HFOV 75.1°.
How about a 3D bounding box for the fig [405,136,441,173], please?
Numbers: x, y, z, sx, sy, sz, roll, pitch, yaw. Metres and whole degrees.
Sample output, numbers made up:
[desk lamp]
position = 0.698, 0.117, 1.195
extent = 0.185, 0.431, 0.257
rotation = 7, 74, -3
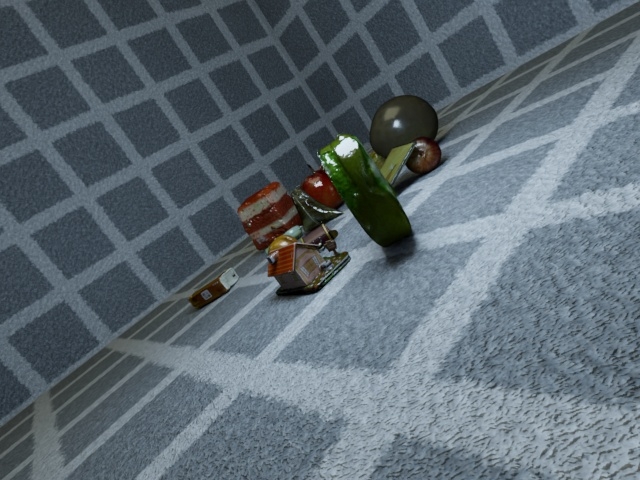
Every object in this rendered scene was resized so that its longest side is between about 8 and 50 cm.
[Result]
[fig]
position = 0.441, -0.376, 1.787
extent = 0.202, 0.148, 0.149
rotation = -67, -1, -48

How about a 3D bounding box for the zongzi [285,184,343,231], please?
[zongzi]
position = -0.024, -0.198, 2.142
extent = 0.241, 0.247, 0.111
rotation = -26, -2, 27

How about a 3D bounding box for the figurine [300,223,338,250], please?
[figurine]
position = 0.001, 0.000, 1.691
extent = 0.154, 0.082, 0.098
rotation = -32, 25, 9

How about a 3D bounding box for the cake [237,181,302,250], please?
[cake]
position = -0.303, -0.146, 2.478
extent = 0.270, 0.319, 0.270
rotation = -27, 13, 25

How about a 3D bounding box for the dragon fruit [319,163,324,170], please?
[dragon fruit]
position = 0.054, -0.411, 2.413
extent = 0.208, 0.150, 0.133
rotation = -44, 3, 25

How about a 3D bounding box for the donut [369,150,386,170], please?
[donut]
position = 0.386, -0.505, 2.517
extent = 0.261, 0.128, 0.208
rotation = -38, 11, -19

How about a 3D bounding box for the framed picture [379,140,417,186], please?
[framed picture]
position = 0.277, -0.267, 1.793
extent = 0.338, 0.014, 0.255
rotation = -60, 13, 0

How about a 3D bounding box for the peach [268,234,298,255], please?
[peach]
position = -0.154, 0.040, 1.807
extent = 0.138, 0.138, 0.138
rotation = -33, 12, 8

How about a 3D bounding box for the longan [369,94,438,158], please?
[longan]
position = 0.442, -0.601, 2.236
extent = 0.405, 0.336, 0.404
rotation = -29, 14, 8

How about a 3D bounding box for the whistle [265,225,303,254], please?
[whistle]
position = -0.190, 0.000, 2.227
extent = 0.258, 0.067, 0.126
rotation = -34, -2, 21

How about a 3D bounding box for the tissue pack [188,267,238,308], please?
[tissue pack]
position = -0.550, 0.244, 2.154
extent = 0.226, 0.092, 0.183
rotation = -29, 13, 17

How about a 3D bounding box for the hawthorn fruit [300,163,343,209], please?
[hawthorn fruit]
position = -0.011, -0.288, 2.303
extent = 0.254, 0.300, 0.254
rotation = -30, 13, 8

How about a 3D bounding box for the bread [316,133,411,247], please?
[bread]
position = 0.132, -0.158, 1.219
extent = 0.129, 0.366, 0.382
rotation = -33, 37, 10

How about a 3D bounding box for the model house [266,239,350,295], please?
[model house]
position = -0.065, 0.065, 1.404
extent = 0.207, 0.154, 0.294
rotation = -43, 14, -31
